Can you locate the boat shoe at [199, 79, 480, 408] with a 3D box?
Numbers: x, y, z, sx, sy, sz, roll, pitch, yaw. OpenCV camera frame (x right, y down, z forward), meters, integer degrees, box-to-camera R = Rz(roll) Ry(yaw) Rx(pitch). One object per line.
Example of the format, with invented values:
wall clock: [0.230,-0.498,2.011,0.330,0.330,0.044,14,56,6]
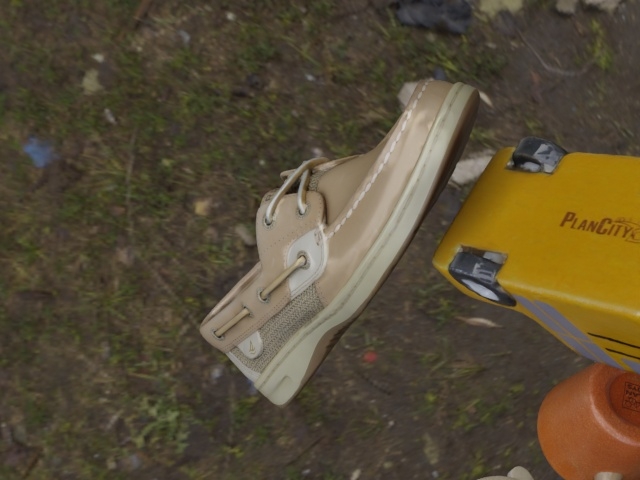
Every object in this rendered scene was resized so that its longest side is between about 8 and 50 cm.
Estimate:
boat shoe: [0.000,0.000,0.844,0.110,0.122,0.341,35,130,2]

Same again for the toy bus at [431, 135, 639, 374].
toy bus: [0.217,0.022,0.678,0.332,0.130,0.108,13,70,59]

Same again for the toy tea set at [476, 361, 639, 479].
toy tea set: [0.186,0.229,0.815,0.336,0.124,0.200,-37,74,-25]
